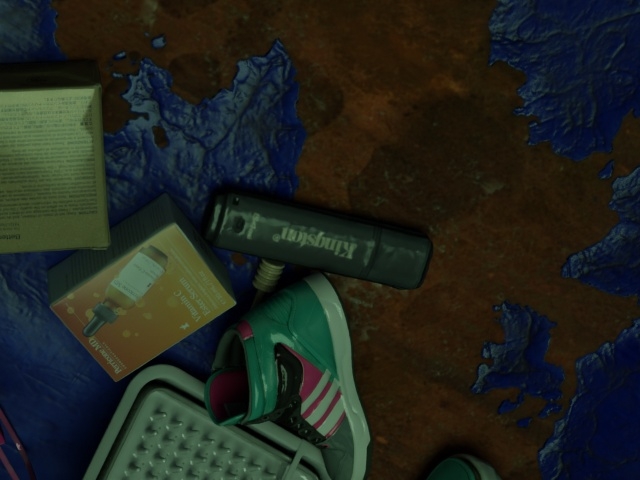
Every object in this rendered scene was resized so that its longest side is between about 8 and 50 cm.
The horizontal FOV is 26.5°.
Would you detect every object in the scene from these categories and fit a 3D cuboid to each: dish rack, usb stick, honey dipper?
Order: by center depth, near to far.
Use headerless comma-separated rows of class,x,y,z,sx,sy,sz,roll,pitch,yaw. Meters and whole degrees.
usb stick,0.000,0.000,1.596,0.278,0.045,0.077,13,113,-18
honey dipper,-0.082,0.092,1.632,0.031,0.030,0.160,13,113,-18
dish rack,-0.150,0.335,1.655,0.333,0.072,0.285,34,69,-25

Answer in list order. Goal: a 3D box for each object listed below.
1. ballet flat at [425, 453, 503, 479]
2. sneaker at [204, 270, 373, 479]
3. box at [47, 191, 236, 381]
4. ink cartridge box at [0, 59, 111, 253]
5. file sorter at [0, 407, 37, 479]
ballet flat,0.112,0.452,1.807,0.139,0.139,0.400,35,103,-25
sneaker,-0.044,0.195,1.618,0.178,0.124,0.295,-20,119,-16
box,-0.204,0.053,1.550,0.170,0.091,0.130,-34,118,5
ink cartridge box,-0.348,-0.086,1.452,0.235,0.088,0.193,-4,118,-12
file sorter,-0.472,0.293,1.523,0.291,0.202,0.182,-26,121,-10
